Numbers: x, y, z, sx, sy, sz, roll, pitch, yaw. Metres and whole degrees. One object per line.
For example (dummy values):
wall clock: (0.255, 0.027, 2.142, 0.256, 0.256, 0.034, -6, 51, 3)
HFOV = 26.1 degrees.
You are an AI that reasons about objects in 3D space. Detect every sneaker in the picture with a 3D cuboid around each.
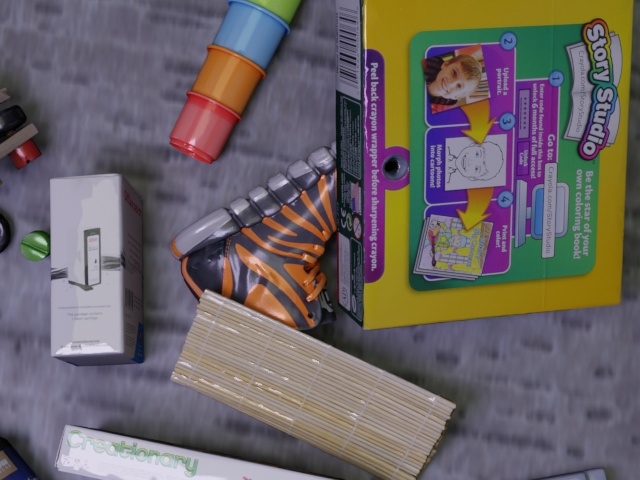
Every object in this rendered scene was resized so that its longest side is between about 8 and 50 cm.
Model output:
sneaker: (0.000, 0.000, 1.613, 0.321, 0.124, 0.180, -31, 86, 6)

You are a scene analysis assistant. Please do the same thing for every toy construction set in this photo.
toy construction set: (-0.459, -0.108, 1.528, 0.258, 0.237, 0.308, -4, 99, 5)

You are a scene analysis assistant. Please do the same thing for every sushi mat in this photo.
sushi mat: (-0.011, 0.174, 1.576, 0.317, 0.019, 0.151, 24, 124, 5)

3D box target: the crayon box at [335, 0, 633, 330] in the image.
crayon box: (0.179, -0.099, 1.522, 0.313, 0.106, 0.362, -5, 106, -17)

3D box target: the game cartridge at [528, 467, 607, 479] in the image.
game cartridge: (0.256, 0.420, 1.564, 0.196, 0.060, 0.294, -9, 80, -5)

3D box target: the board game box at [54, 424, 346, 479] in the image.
board game box: (-0.123, 0.259, 1.522, 0.305, 0.193, 0.053, 11, 81, 2)

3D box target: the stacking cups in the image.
stacking cups: (-0.091, -0.247, 1.655, 0.096, 0.096, 0.316, 27, 82, 5)

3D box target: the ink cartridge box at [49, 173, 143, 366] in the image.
ink cartridge box: (-0.255, 0.037, 1.582, 0.086, 0.148, 0.203, -3, 80, 2)

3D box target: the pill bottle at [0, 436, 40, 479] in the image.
pill bottle: (-0.372, 0.300, 1.553, 0.123, 0.123, 0.219, -41, 83, -6)
